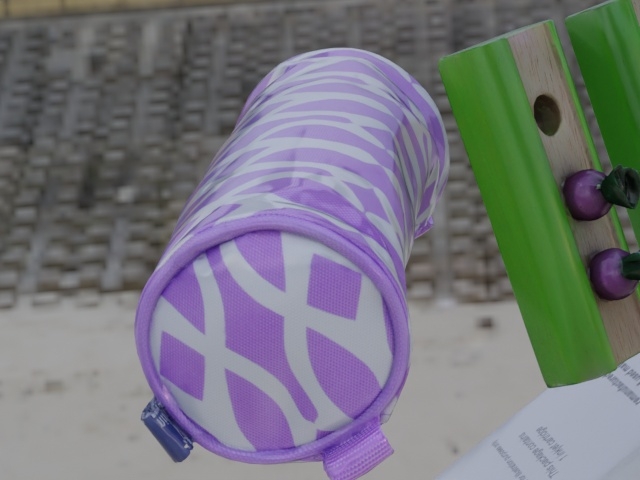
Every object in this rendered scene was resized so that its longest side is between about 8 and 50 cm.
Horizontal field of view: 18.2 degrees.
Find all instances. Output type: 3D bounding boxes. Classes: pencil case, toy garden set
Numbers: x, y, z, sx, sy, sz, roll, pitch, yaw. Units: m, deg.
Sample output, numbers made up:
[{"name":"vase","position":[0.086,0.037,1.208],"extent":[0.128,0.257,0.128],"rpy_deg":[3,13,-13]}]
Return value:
[{"name":"pencil case","position":[0.000,0.000,0.655],"extent":[0.086,0.088,0.206],"rpy_deg":[-41,12,21]},{"name":"toy garden set","position":[0.133,-0.088,0.673],"extent":[0.049,0.204,0.244],"rpy_deg":[-14,7,46]}]

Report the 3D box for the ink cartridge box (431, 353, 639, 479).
[{"name":"ink cartridge box","position":[0.088,0.213,0.820],"extent":[0.289,0.211,0.121],"rpy_deg":[-39,13,0]}]
